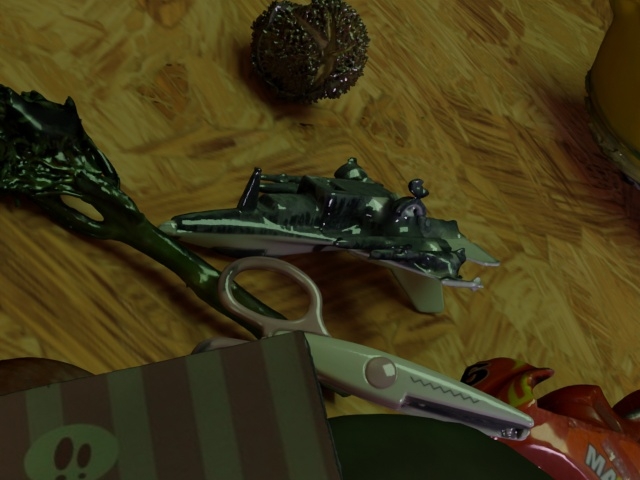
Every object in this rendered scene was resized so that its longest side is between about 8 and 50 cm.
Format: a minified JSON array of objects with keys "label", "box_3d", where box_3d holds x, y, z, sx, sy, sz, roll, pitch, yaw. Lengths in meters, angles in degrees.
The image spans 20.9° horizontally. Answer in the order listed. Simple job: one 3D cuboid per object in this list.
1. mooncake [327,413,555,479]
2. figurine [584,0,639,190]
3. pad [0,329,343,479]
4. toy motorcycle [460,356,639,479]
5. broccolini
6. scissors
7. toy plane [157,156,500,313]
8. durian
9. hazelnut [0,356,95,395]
[{"label":"mooncake","box_3d":[0.050,0.244,0.595,0.356,0.194,0.356,37,27,-23]},{"label":"figurine","box_3d":[0.372,-0.105,1.455,0.340,0.231,0.324,25,32,-43]},{"label":"pad","box_3d":[-0.131,0.129,0.471,0.005,0.299,0.202,82,-5,-47]},{"label":"toy motorcycle","box_3d":[0.155,0.144,0.973,0.298,0.089,0.171,8,47,-49]},{"label":"broccolini","box_3d":[-0.083,0.010,0.905,0.254,0.071,0.057,41,-9,-23]},{"label":"scissors","box_3d":[0.024,0.068,0.879,0.176,0.022,0.085,20,67,0]},{"label":"toy plane","box_3d":[0.010,-0.013,1.000,0.234,0.082,0.160,17,12,-43]},{"label":"durian","box_3d":[-0.007,-0.128,1.132,0.080,0.080,0.091,38,19,-14]},{"label":"hazelnut","box_3d":[-0.117,0.087,0.695,0.086,0.086,0.086,33,30,-22]}]
